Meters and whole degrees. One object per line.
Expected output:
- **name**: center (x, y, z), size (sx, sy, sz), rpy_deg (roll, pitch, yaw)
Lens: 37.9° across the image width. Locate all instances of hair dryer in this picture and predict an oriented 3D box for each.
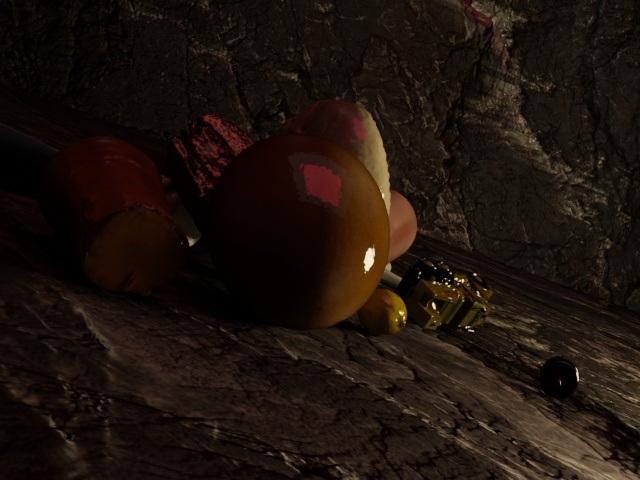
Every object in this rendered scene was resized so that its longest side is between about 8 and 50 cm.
- **hair dryer**: center (0.190, 0.100, 2.221), size (0.183, 0.044, 0.155), rpy_deg (28, 12, 16)

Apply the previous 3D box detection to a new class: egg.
- **egg**: center (-0.033, -0.014, 1.437), size (0.283, 0.282, 0.351), rpy_deg (17, 25, -26)

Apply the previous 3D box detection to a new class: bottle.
- **bottle**: center (0.073, -0.017, 2.065), size (0.206, 0.173, 0.297), rpy_deg (46, 31, 8)

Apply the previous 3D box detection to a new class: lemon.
- **lemon**: center (0.104, 0.124, 1.620), size (0.082, 0.082, 0.111), rpy_deg (17, 5, -29)

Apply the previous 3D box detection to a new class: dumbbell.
- **dumbbell**: center (0.429, 0.246, 1.678), size (0.069, 0.069, 0.147), rpy_deg (23, 8, 13)

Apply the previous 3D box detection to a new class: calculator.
- **calculator**: center (-0.611, -0.182, 1.714), size (0.386, 0.054, 0.256), rpy_deg (22, -13, -28)

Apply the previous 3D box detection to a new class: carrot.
- **carrot**: center (-0.297, -0.019, 1.342), size (0.196, 0.196, 0.254), rpy_deg (17, 19, -29)

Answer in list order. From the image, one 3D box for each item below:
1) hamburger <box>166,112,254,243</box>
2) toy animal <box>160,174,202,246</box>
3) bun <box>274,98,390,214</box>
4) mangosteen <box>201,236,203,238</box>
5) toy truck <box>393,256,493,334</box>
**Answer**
- **hamburger**: center (-0.163, -0.072, 1.647), size (0.155, 0.282, 0.245), rpy_deg (-28, 32, -26)
- **toy animal**: center (-0.311, -0.078, 1.785), size (0.104, 0.130, 0.221), rpy_deg (-17, 30, -40)
- **bun**: center (0.005, -0.095, 1.758), size (0.213, 0.361, 0.361), rpy_deg (-9, 13, -8)
- **mangosteen**: center (-0.183, -0.065, 1.907), size (0.194, 0.194, 0.230), rpy_deg (30, -23, 51)
- **toy truck**: center (0.261, 0.127, 1.905), size (0.257, 0.127, 0.127), rpy_deg (13, 26, -50)
